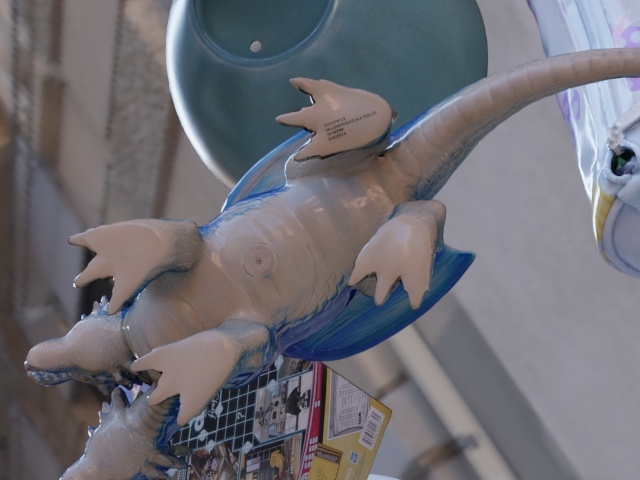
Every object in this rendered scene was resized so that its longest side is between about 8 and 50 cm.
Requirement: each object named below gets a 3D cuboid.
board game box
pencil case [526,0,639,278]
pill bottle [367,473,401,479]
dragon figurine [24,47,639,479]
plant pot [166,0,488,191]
[{"bbox_3d":[-0.063,0.167,0.969,0.042,0.243,0.165,0,-30,46],"label":"board game box"},{"bbox_3d":[0.191,-0.102,1.077,0.124,0.273,0.113,17,-48,-25],"label":"pencil case"},{"bbox_3d":[0.049,0.407,1.605,0.204,0.361,0.204,-12,22,5],"label":"pill bottle"},{"bbox_3d":[0.000,0.000,0.644,0.289,0.085,0.144,-35,-5,6],"label":"dragon figurine"},{"bbox_3d":[-0.018,-0.179,1.545,0.290,0.290,0.195,-36,-23,7],"label":"plant pot"}]
